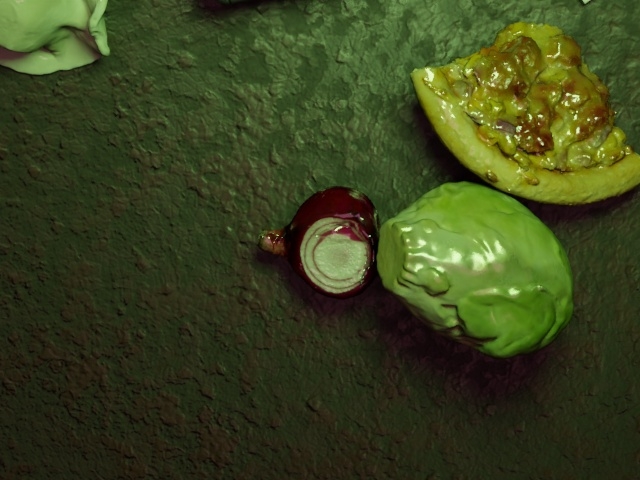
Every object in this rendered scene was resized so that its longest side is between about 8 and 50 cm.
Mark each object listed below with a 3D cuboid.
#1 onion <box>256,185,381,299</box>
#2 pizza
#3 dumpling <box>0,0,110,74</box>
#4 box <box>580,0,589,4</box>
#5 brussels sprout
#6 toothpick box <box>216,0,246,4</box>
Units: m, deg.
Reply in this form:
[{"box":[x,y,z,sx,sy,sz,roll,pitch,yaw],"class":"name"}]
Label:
[{"box":[0.005,-0.003,1.813,0.198,0.135,0.173,6,102,15],"class":"onion"},{"box":[0.323,-0.192,1.738,0.409,0.114,0.277,28,72,-16],"class":"pizza"},{"box":[-0.457,-0.369,1.761,0.318,0.187,0.243,11,138,7],"class":"dumpling"},{"box":[0.464,-0.473,1.775,0.220,0.032,0.122,-34,97,5],"class":"box"},{"box":[0.225,0.045,1.738,0.317,0.273,0.242,23,115,-8],"class":"brussels sprout"},{"box":[-0.018,-0.464,1.704,0.316,0.229,0.229,-9,98,0],"class":"toothpick box"}]
